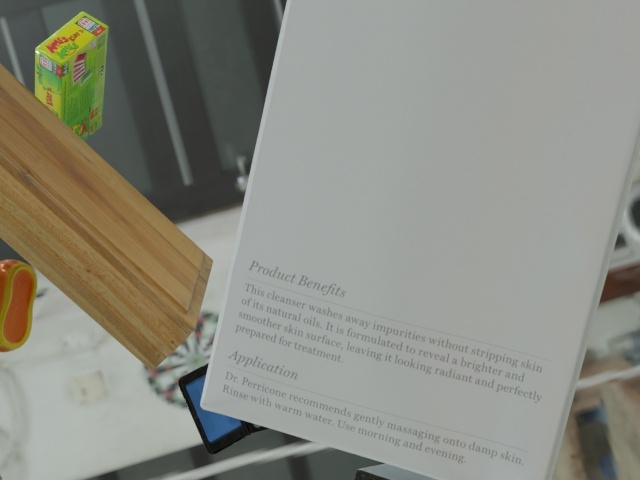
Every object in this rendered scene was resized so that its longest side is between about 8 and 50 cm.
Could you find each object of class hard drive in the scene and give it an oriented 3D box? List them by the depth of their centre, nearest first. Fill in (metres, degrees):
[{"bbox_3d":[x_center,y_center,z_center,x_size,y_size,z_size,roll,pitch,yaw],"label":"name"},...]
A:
[{"bbox_3d":[0.110,0.245,1.327,0.094,0.135,0.022,12,96,36],"label":"hard drive"}]

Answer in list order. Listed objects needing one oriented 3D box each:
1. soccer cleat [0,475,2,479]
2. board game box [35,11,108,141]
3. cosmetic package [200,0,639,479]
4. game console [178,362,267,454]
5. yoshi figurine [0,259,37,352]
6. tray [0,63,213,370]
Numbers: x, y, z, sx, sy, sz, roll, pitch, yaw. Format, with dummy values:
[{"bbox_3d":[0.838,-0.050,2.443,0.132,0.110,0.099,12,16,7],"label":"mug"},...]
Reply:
[{"bbox_3d":[-0.323,0.299,1.306,0.289,0.093,0.121,58,-155,-43],"label":"soccer cleat"},{"bbox_3d":[-0.319,-0.193,1.672,0.043,0.092,0.181,31,142,13],"label":"board game box"},{"bbox_3d":[0.083,-0.065,0.777,0.156,0.217,0.385,-22,-52,-76],"label":"cosmetic package"},{"bbox_3d":[-0.122,0.227,1.853,0.071,0.107,0.122,-36,-74,-61],"label":"game console"},{"bbox_3d":[-0.514,0.066,1.453,0.203,0.362,0.204,-47,-40,-54],"label":"yoshi figurine"},{"bbox_3d":[-0.289,-0.062,1.365,0.411,0.076,0.203,43,-166,-13],"label":"tray"}]
